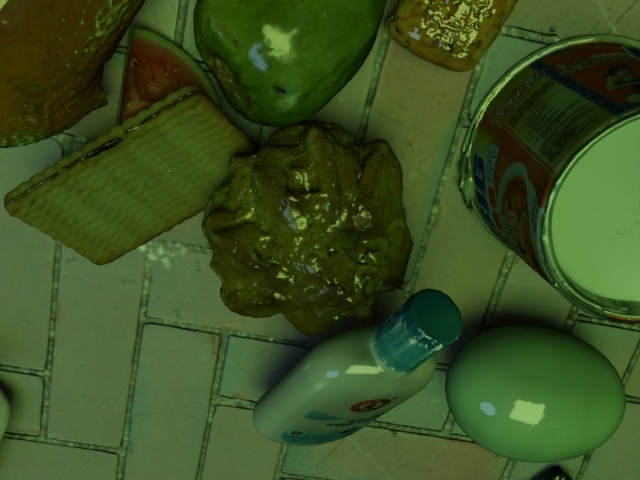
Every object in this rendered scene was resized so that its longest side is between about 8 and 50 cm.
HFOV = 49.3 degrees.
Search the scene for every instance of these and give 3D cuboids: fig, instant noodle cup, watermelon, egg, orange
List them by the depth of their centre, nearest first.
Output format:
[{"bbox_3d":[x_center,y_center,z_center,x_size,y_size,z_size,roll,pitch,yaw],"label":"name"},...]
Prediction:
[{"bbox_3d":[-0.319,-0.251,0.654,0.262,0.196,0.334,44,112,4],"label":"orange"},{"bbox_3d":[-0.017,-0.220,0.687,0.233,0.167,0.167,-33,111,18],"label":"fig"},{"bbox_3d":[0.316,-0.061,0.742,0.296,0.214,0.296,-1,113,-2],"label":"instant noodle cup"},{"bbox_3d":[-0.183,-0.160,0.743,0.125,0.094,0.135,-17,103,12],"label":"watermelon"},{"bbox_3d":[0.269,0.191,0.875,0.230,0.168,0.168,8,113,-12],"label":"egg"}]

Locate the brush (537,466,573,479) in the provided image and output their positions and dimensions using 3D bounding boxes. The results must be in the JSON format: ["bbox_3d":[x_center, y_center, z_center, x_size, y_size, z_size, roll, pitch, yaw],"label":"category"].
[{"bbox_3d":[0.250,0.454,1.052,0.323,0.051,0.070,-43,111,15],"label":"brush"}]

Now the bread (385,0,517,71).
[{"bbox_3d":[0.158,-0.282,0.712,0.114,0.083,0.211,24,109,-8],"label":"bread"}]

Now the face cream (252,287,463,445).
[{"bbox_3d":[0.047,0.156,0.808,0.163,0.080,0.337,4,148,-27],"label":"face cream"}]

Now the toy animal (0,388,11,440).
[{"bbox_3d":[-0.544,0.266,0.874,0.249,0.174,0.289,20,110,-24],"label":"toy animal"}]

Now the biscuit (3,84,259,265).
[{"bbox_3d":[-0.196,-0.067,0.772,0.254,0.029,0.172,-27,147,10],"label":"biscuit"}]

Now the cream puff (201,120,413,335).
[{"bbox_3d":[-0.007,-0.007,0.772,0.244,0.196,0.244,5,147,3],"label":"cream puff"}]
